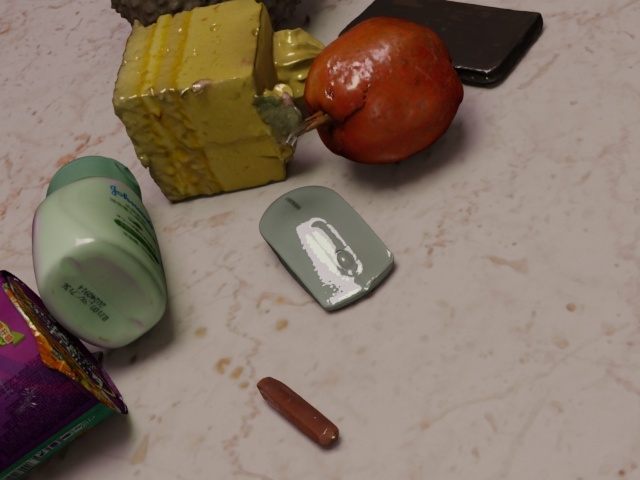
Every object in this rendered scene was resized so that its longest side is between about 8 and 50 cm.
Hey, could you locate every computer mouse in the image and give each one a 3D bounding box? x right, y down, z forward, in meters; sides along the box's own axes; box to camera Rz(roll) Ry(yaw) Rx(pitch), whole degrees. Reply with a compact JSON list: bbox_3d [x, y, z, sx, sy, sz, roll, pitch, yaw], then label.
[{"bbox_3d":[0.000,0.000,1.876,0.128,0.079,0.231,-38,47,-11],"label":"computer mouse"}]

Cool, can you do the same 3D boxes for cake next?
[{"bbox_3d":[-0.135,-0.223,2.051,0.285,0.222,0.227,-10,45,15],"label":"cake"}]

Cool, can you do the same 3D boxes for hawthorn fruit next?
[{"bbox_3d":[0.065,-0.201,1.926,0.299,0.211,0.211,-26,39,-25],"label":"hawthorn fruit"}]

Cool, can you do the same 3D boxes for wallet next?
[{"bbox_3d":[0.184,-0.325,2.140,0.309,0.042,0.165,17,54,35],"label":"wallet"}]

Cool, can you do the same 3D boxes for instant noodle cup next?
[{"bbox_3d":[-0.403,0.192,1.761,0.190,0.251,0.251,-41,43,-4],"label":"instant noodle cup"}]

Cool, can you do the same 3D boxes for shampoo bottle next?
[{"bbox_3d":[-0.319,-0.003,1.937,0.151,0.222,0.349,-41,28,10],"label":"shampoo bottle"}]

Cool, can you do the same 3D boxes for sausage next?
[{"bbox_3d":[-0.027,0.214,1.698,0.030,0.035,0.147,-24,40,-30],"label":"sausage"}]

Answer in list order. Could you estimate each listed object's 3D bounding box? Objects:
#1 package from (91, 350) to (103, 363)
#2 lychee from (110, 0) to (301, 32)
[{"bbox_3d":[-0.361,0.175,1.909,0.110,0.015,0.037,-7,40,17],"label":"package"},{"bbox_3d":[-0.190,-0.491,2.251,0.380,0.380,0.432,-31,11,-7],"label":"lychee"}]
